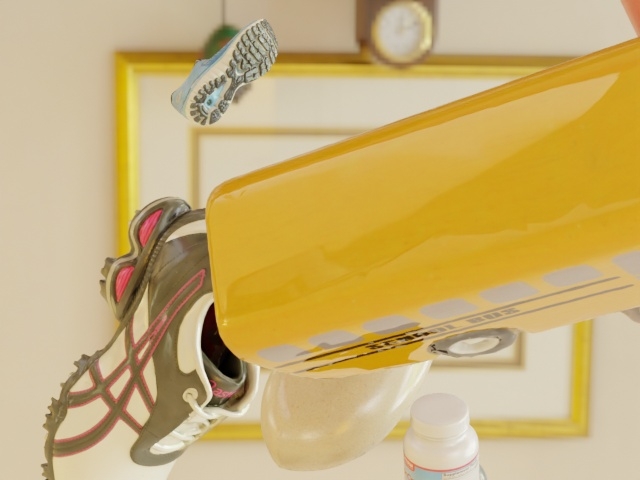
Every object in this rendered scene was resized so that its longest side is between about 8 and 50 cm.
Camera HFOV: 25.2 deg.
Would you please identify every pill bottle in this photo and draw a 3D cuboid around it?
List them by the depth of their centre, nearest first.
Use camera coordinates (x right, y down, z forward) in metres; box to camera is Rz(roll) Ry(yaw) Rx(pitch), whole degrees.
[{"bbox_3d":[0.139,0.259,1.648,0.087,0.160,0.087,-4,-152,2],"label":"pill bottle"}]

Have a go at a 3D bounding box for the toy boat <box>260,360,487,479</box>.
[{"bbox_3d":[0.077,0.229,1.846,0.318,0.148,0.267,32,-112,35],"label":"toy boat"}]

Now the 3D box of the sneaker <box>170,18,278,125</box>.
[{"bbox_3d":[-0.118,-0.207,1.688,0.073,0.063,0.162,22,-121,43],"label":"sneaker"}]

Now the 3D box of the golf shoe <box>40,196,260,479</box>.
[{"bbox_3d":[-0.113,0.109,1.005,0.105,0.273,0.120,1,-157,-47],"label":"golf shoe"}]

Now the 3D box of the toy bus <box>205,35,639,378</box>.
[{"bbox_3d":[0.113,-0.017,0.747,0.332,0.108,0.130,-17,158,28],"label":"toy bus"}]

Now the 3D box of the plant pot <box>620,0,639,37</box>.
[{"bbox_3d":[0.384,-0.244,1.272,0.275,0.243,0.275,-36,-164,12],"label":"plant pot"}]

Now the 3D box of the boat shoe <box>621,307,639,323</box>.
[{"bbox_3d":[0.292,-0.005,1.453,0.123,0.123,0.342,50,-166,26],"label":"boat shoe"}]
